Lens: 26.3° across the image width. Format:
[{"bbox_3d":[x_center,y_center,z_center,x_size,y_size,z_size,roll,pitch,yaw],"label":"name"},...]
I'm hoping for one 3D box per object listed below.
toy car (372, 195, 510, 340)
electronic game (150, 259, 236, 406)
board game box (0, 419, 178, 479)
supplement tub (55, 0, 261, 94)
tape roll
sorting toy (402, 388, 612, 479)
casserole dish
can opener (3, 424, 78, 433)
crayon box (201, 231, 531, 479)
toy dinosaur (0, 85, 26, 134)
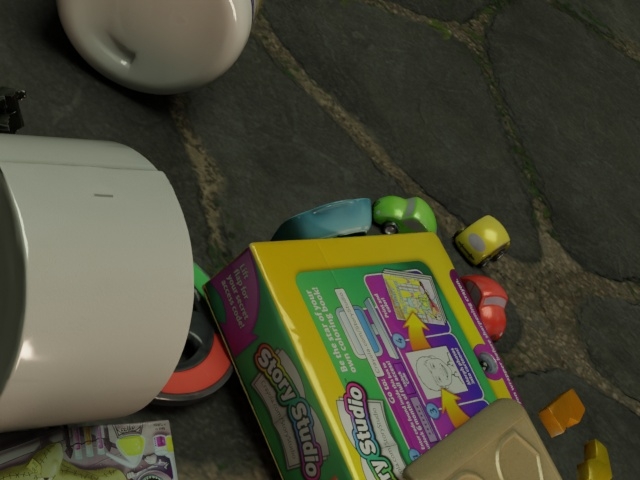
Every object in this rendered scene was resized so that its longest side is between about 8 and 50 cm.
[{"bbox_3d":[0.173,0.003,1.860,0.225,0.053,0.239,32,36,-14],"label":"toy car"},{"bbox_3d":[-0.186,0.075,1.438,0.229,0.048,0.229,26,37,-22],"label":"electronic game"},{"bbox_3d":[-0.257,0.260,1.111,0.347,0.056,0.208,1,77,-44],"label":"board game box"},{"bbox_3d":[-0.181,-0.364,1.749,0.241,0.241,0.331,32,35,-14],"label":"supplement tub"},{"bbox_3d":[-0.245,0.034,1.125,0.169,0.246,0.246,1,51,-48],"label":"tape roll"},{"bbox_3d":[0.224,0.284,1.453,0.307,0.041,0.229,-25,83,-49],"label":"sorting toy"},{"bbox_3d":[0.000,0.000,1.599,0.114,0.188,0.037,-14,77,-17],"label":"casserole dish"},{"bbox_3d":[-0.273,0.129,1.293,0.093,0.074,0.280,54,17,-53],"label":"can opener"},{"bbox_3d":[0.075,0.173,1.507,0.313,0.106,0.363,-4,62,-46],"label":"crayon box"},{"bbox_3d":[-0.384,-0.067,1.306,0.218,0.164,0.322,-10,57,1],"label":"toy dinosaur"}]
